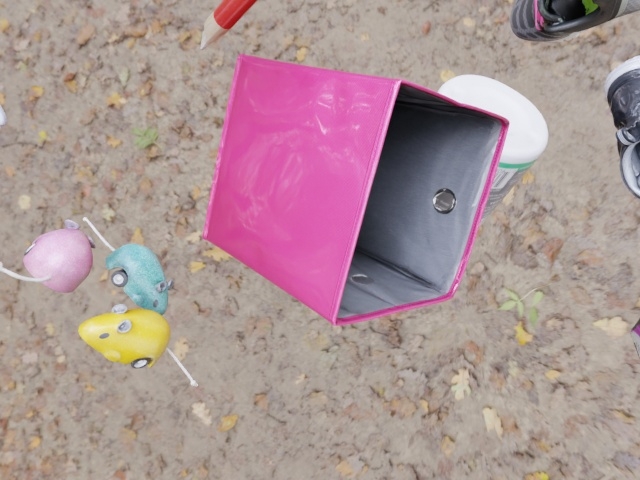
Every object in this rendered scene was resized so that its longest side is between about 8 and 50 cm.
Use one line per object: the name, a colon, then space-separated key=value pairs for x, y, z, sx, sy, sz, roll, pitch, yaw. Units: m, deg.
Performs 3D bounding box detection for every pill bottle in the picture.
pill bottle: x=0.243 y=-0.111 z=0.931 sx=0.204 sy=0.361 sz=0.204 roll=9 pitch=53 yaw=-12

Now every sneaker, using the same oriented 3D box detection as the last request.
sneaker: x=0.194 y=-0.194 z=0.382 sx=0.074 sy=0.170 sz=0.063 roll=-9 pitch=106 yaw=-11
sneaker: x=0.456 y=-0.099 z=0.593 sx=0.268 sy=0.101 sz=0.153 roll=30 pitch=62 yaw=-11

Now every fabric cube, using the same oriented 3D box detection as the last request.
fabric cube: x=0.041 y=-0.073 z=0.631 sx=0.258 sy=0.259 sz=0.254 roll=25 pitch=108 yaw=41

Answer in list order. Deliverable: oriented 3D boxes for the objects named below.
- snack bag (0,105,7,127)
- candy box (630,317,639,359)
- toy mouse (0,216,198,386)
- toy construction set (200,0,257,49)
snack bag: x=-0.455 y=-0.164 z=0.334 sx=0.342 sy=0.037 sz=0.323 roll=-23 pitch=105 yaw=-12
candy box: x=0.623 y=0.191 z=0.723 sx=0.233 sy=0.071 sz=0.159 roll=-2 pitch=50 yaw=10
toy mouse: x=-0.150 y=0.021 z=0.348 sx=0.031 sy=0.161 sz=0.143 roll=-39 pitch=50 yaw=9
toy construction set: x=-0.166 y=-0.354 z=0.505 sx=0.237 sy=0.257 sz=0.309 roll=-17 pitch=88 yaw=50
